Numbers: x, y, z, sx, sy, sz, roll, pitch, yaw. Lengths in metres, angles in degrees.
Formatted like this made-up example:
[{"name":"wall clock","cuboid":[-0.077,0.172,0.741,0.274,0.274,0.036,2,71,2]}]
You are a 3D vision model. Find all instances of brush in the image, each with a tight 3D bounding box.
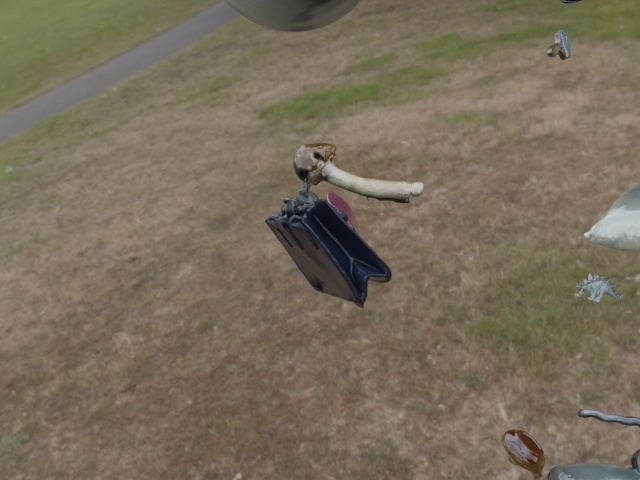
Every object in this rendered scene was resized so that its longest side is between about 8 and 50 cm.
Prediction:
[{"name":"brush","cuboid":[0.535,-0.433,1.474,0.021,0.070,0.196,-10,15,36]}]

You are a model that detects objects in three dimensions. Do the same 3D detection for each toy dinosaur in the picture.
[{"name":"toy dinosaur","cuboid":[0.812,0.144,1.890,0.039,0.209,0.082,26,96,61]}]

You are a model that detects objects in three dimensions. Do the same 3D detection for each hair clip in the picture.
[{"name":"hair clip","cuboid":[0.057,-0.055,1.463,0.022,0.137,0.054,-25,32,21]}]

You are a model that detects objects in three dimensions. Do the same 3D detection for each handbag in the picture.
[{"name":"handbag","cuboid":[0.000,0.000,1.414,0.118,0.269,0.326,-42,14,-14]}]

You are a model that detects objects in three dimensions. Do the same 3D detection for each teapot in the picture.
[{"name":"teapot","cuboid":[0.624,0.519,1.346,0.285,0.223,0.305,-11,50,2]},{"name":"teapot","cuboid":[0.501,0.531,1.623,0.098,0.078,0.129,3,35,-45]}]

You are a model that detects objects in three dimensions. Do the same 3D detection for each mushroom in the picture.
[{"name":"mushroom","cuboid":[0.051,-0.090,0.898,0.187,0.060,0.061,18,45,13]}]

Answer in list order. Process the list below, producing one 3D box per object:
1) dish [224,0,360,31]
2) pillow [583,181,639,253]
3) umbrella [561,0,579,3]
[{"name":"dish","cuboid":[-0.051,-0.464,0.976,0.317,0.316,0.106,-15,27,9]},{"name":"pillow","cuboid":[0.483,-0.041,0.880,0.254,0.078,0.144,-27,33,-37]},{"name":"umbrella","cuboid":[0.403,-0.458,0.982,0.118,0.118,0.340,-3,38,27]}]
